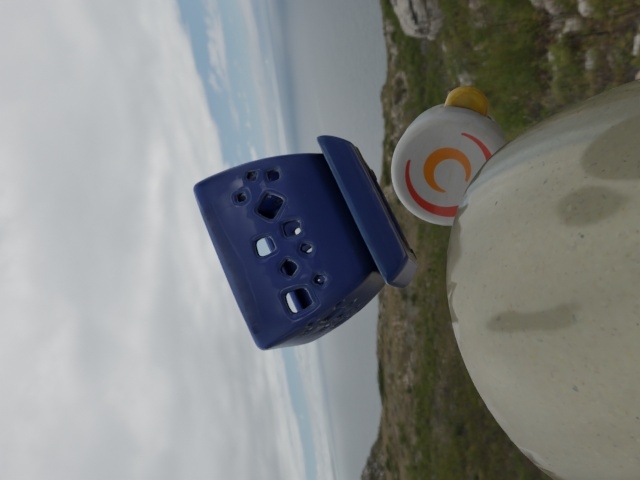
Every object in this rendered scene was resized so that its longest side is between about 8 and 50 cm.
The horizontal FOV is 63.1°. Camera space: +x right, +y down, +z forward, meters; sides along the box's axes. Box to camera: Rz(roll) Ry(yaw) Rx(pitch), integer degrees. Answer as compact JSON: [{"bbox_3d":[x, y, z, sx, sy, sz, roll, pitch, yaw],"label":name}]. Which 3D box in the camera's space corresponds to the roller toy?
[{"bbox_3d":[0.223,-0.137,0.898,0.209,0.191,0.146,60,-153,-13],"label":"roller toy"}]

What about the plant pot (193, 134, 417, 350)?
[{"bbox_3d":[0.000,0.000,0.721,0.236,0.212,0.236,66,-169,12],"label":"plant pot"}]

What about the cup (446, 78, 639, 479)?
[{"bbox_3d":[0.283,0.014,0.323,0.237,0.331,0.331,126,137,-69],"label":"cup"}]
